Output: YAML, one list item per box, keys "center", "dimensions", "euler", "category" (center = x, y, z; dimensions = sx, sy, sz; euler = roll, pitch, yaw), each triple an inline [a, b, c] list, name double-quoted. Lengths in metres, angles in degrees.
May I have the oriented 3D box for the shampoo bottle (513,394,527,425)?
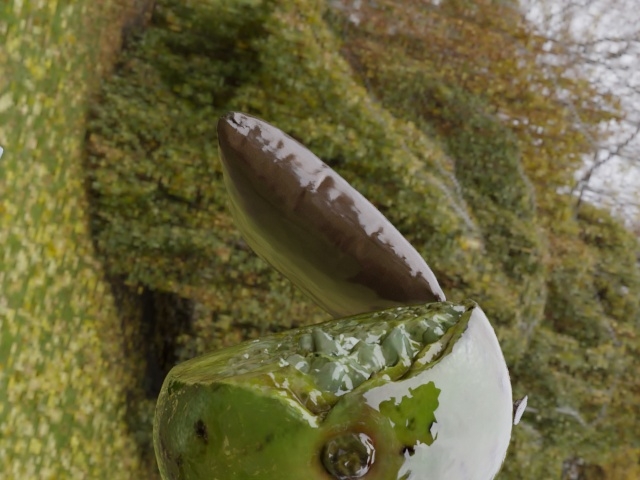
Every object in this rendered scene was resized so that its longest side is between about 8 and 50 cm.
- center: [0.176, 0.209, 1.414]
  dimensions: [0.068, 0.236, 0.067]
  euler: [-58, 151, -24]
  category: "shampoo bottle"

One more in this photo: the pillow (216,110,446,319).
- center: [0.000, 0.000, 1.154]
  dimensions: [0.108, 0.305, 0.308]
  euler: [-48, 175, -11]
  category: "pillow"

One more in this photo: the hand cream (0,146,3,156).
- center: [-0.583, -0.133, 1.618]
  dimensions: [0.256, 0.055, 0.088]
  euler: [71, 42, -85]
  category: "hand cream"

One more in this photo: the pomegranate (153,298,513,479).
- center: [0.016, 0.181, 0.892]
  dimensions: [0.358, 0.310, 0.216]
  euler: [139, -65, -85]
  category: "pomegranate"
